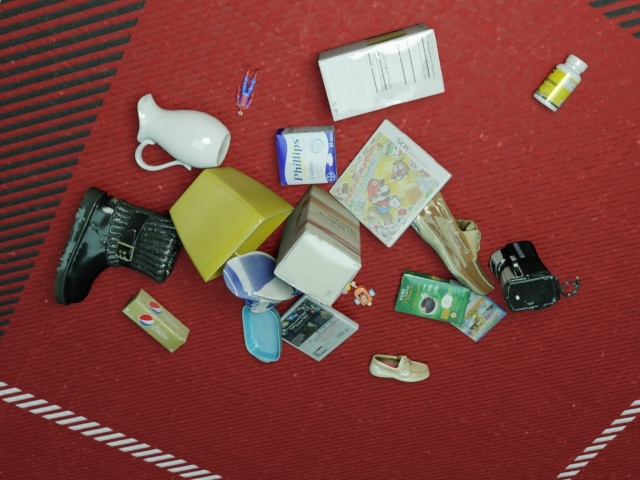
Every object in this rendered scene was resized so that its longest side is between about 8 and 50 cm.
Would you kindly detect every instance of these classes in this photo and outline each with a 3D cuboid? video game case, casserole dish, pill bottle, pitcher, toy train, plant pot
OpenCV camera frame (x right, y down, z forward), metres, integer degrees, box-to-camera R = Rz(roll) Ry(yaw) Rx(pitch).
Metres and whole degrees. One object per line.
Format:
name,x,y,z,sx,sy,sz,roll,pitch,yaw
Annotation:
video game case,0.404,0.190,1.626,0.166,0.015,0.119,36,110,-14
video game case,-0.020,0.237,1.625,0.173,0.022,0.190,33,129,-14
casserole dish,-0.154,0.244,1.633,0.114,0.037,0.189,10,119,25
pill bottle,0.540,-0.354,1.344,0.065,0.065,0.116,31,111,-13
pitcher,-0.326,-0.224,1.394,0.207,0.125,0.178,20,117,2
toy train,0.057,0.158,1.601,0.166,0.046,0.125,-29,111,13
plant pot,-0.224,-0.059,1.423,0.187,0.212,0.212,47,109,5
video game case,0.161,-0.134,1.425,0.206,0.026,0.227,44,111,13

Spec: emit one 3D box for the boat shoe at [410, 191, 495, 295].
boat shoe,0.340,0.001,1.485,0.120,0.123,0.324,-39,109,14

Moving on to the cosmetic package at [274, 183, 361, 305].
cosmetic package,0.000,0.000,1.391,0.153,0.296,0.129,32,113,-13

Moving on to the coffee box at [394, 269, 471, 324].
coffee box,0.296,0.149,1.583,0.184,0.040,0.113,11,112,3

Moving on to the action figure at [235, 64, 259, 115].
action figure,-0.172,-0.343,1.385,0.038,0.030,0.115,15,116,-11

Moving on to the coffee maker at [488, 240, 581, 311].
coffee maker,0.521,0.088,1.487,0.171,0.178,0.120,9,117,0

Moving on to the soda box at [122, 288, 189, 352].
soda box,-0.445,0.219,1.630,0.058,0.061,0.181,-40,108,17

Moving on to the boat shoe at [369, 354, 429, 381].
boat shoe,0.223,0.352,1.679,0.169,0.063,0.059,4,121,0

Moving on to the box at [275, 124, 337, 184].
box,-0.031,-0.202,1.422,0.137,0.072,0.126,-3,114,3

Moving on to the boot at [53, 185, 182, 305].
boot,-0.508,0.056,1.518,0.260,0.131,0.348,23,113,-9

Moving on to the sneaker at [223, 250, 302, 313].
sneaker,-0.143,0.120,1.477,0.182,0.315,0.128,-31,74,26

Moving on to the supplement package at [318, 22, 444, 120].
supplement package,0.129,-0.369,1.305,0.243,0.139,0.134,-14,115,6
